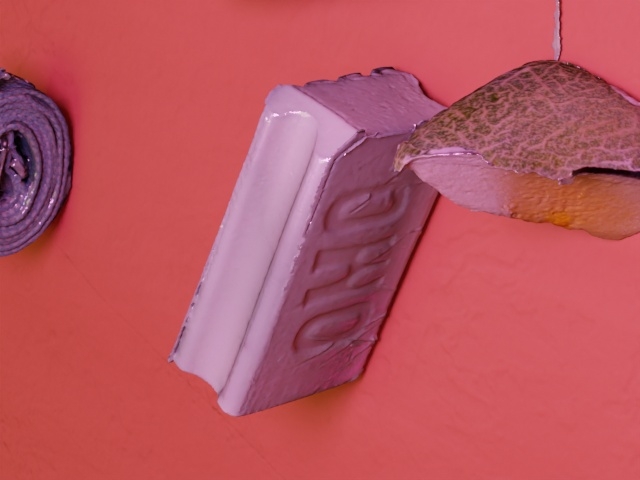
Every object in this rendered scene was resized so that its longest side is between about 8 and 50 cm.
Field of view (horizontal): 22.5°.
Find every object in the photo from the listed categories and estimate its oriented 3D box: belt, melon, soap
[{"bbox_3d":[-0.303,-0.073,1.490,0.082,0.147,0.163,31,91,40],"label":"belt"},{"bbox_3d":[0.145,-0.065,1.066,0.093,0.202,0.139,108,166,-51],"label":"melon"},{"bbox_3d":[0.000,0.000,1.191,0.094,0.150,0.261,40,125,26],"label":"soap"}]

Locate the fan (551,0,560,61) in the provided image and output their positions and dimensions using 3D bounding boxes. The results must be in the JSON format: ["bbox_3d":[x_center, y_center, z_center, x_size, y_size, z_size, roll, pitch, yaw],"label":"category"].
[{"bbox_3d":[0.160,-0.271,1.063,0.182,0.010,0.310,21,117,51],"label":"fan"}]
